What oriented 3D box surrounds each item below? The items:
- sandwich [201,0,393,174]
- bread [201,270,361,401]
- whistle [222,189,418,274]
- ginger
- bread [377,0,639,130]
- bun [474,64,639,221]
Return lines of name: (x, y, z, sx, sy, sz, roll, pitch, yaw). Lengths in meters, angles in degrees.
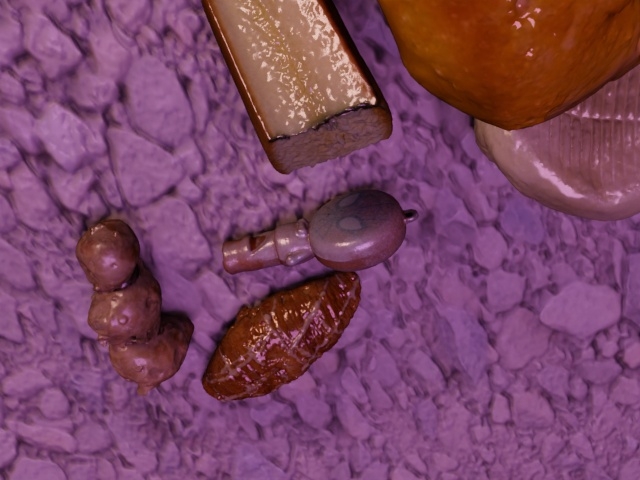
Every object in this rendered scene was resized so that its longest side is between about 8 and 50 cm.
sandwich: (-0.033, -0.189, 0.868, 0.122, 0.128, 0.235, -24, 77, 1)
bread: (-0.046, 0.117, 1.056, 0.233, 0.076, 0.105, -38, 121, 8)
whistle: (0.000, 0.000, 0.992, 0.220, 0.107, 0.057, -13, 125, 10)
ginger: (-0.208, 0.069, 0.993, 0.104, 0.080, 0.204, -39, 126, -27)
bread: (0.202, -0.276, 0.710, 0.394, 0.250, 0.361, -37, 111, -19)
bun: (0.265, -0.128, 0.930, 0.229, 0.145, 0.229, 1, 86, -8)
